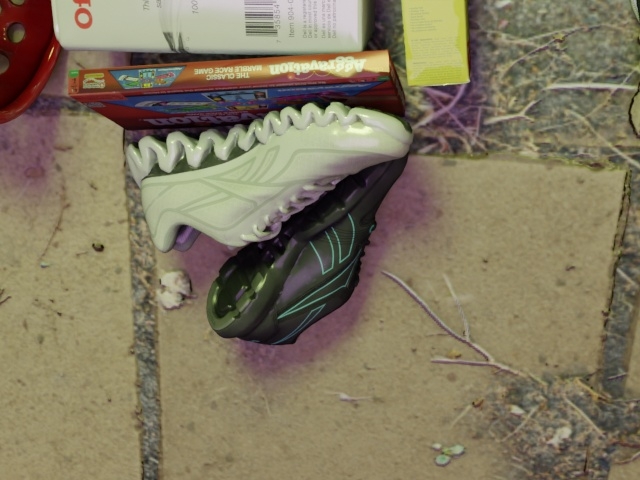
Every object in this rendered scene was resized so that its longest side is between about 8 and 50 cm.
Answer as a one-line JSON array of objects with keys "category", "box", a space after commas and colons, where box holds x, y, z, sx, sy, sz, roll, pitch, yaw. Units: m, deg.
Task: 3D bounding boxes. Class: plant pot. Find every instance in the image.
[{"category": "plant pot", "box": [-0.343, -0.219, 0.910, 0.174, 0.191, 0.191, 20, 114, 8]}]

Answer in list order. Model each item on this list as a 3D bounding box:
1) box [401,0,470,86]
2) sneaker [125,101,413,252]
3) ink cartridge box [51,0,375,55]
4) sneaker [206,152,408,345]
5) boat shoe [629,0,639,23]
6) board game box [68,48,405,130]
[{"category": "box", "box": [0.097, -0.257, 0.876, 0.058, 0.087, 0.232, -2, 110, 10]}, {"category": "sneaker", "box": [-0.046, -0.056, 0.936, 0.292, 0.110, 0.118, -9, 83, 29]}, {"category": "ink cartridge box", "box": [-0.091, -0.270, 0.884, 0.273, 0.115, 0.198, 3, 112, 8]}, {"category": "sneaker", "box": [0.000, 0.000, 1.006, 0.106, 0.101, 0.267, 30, 110, -36]}, {"category": "boat shoe", "box": [0.333, -0.161, 0.872, 0.114, 0.091, 0.302, -12, 110, 13]}, {"category": "board game box", "box": [-0.069, -0.133, 0.924, 0.281, 0.145, 0.027, -2, 84, 10]}]
